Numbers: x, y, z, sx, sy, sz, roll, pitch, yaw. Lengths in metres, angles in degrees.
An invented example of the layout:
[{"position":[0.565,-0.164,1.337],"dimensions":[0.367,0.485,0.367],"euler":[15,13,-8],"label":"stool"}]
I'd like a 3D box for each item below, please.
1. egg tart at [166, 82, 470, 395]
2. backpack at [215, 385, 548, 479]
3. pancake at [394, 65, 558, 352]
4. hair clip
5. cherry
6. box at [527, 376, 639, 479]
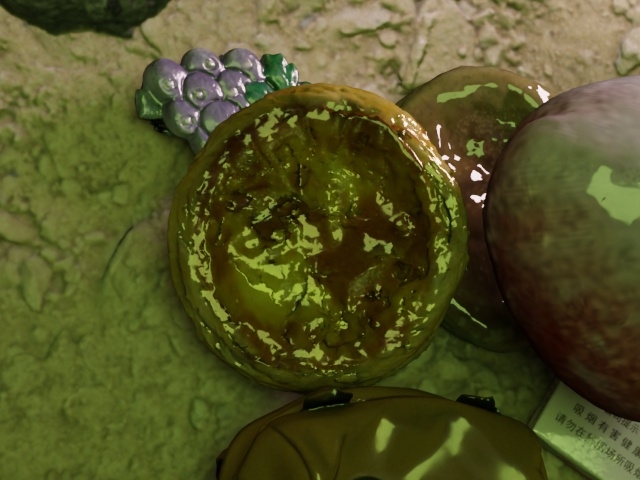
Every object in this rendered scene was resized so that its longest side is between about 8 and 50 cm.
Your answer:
[{"position":[0.000,0.000,1.559],"dimensions":[0.290,0.115,0.290],"euler":[0,92,2],"label":"egg tart"},{"position":[0.068,0.317,1.488],"dimensions":[0.353,0.201,0.378],"euler":[-1,86,-19],"label":"backpack"},{"position":[0.183,-0.041,1.667],"dimensions":[0.294,0.049,0.294],"euler":[3,78,-14],"label":"pancake"},{"position":[-0.087,-0.127,1.625],"dimensions":[0.195,0.052,0.124],"euler":[-4,80,-22],"label":"hair clip"},{"position":[0.316,-0.010,1.523],"dimensions":[0.326,0.291,0.335],"euler":[-40,102,-15],"label":"cherry"},{"position":[0.320,0.130,1.674],"dimensions":[0.139,0.035,0.245],"euler":[36,74,-4],"label":"box"}]
